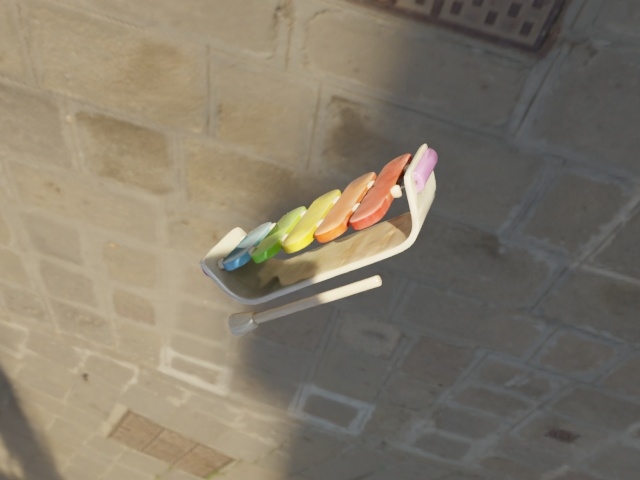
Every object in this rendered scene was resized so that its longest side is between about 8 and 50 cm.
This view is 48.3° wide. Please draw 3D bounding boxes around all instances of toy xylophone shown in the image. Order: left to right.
[{"bbox_3d":[0.000,0.000,0.853,0.322,0.236,0.081,-24,105,19],"label":"toy xylophone"}]
